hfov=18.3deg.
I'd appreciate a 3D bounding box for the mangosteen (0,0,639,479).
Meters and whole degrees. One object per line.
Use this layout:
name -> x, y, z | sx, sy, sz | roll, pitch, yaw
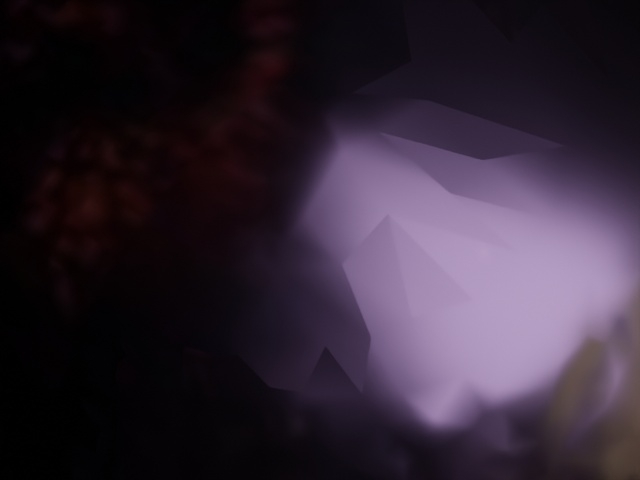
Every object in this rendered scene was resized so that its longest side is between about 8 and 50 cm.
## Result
mangosteen -> 0.000, 0.000, 0.586 | 0.382, 0.435, 0.382 | -22, 139, -21
